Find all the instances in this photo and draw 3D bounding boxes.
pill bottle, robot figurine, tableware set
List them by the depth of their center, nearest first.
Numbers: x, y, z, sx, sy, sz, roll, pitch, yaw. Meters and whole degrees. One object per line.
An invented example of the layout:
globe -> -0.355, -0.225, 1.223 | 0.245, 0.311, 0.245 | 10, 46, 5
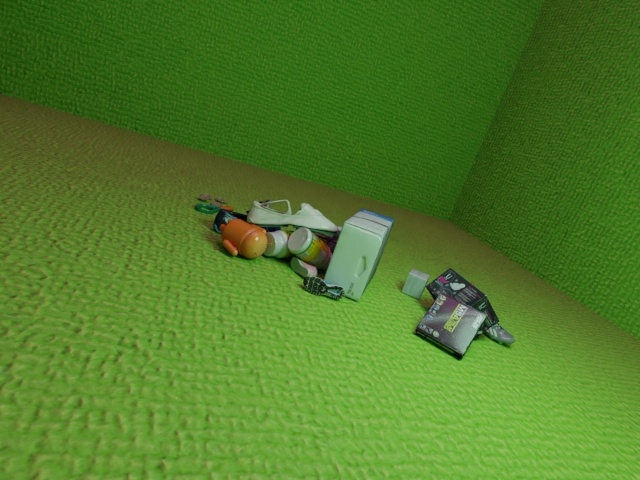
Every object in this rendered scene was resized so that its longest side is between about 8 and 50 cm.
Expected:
robot figurine -> -0.304, -0.005, 1.738 | 0.220, 0.128, 0.158 | 26, 7, 26
pill bottle -> -0.031, 0.044, 1.810 | 0.208, 0.117, 0.118 | 40, -1, -41
pill bottle -> -0.146, 0.017, 1.858 | 0.119, 0.119, 0.209 | 32, 21, 37
tableware set -> -0.575, -0.216, 2.306 | 0.141, 0.020, 0.168 | 18, 16, -6

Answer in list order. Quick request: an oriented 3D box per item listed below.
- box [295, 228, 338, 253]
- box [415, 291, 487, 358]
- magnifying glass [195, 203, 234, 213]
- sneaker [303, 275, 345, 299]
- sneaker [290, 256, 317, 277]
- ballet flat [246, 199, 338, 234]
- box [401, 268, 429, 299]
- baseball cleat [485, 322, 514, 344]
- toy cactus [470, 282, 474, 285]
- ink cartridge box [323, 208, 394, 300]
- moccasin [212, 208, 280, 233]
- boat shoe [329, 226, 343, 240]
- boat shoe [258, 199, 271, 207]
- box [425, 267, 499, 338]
box -> 0.000, 0.000, 2.086 | 0.217, 0.060, 0.270 | 22, 4, 8
box -> 0.470, 0.302, 1.571 | 0.184, 0.045, 0.190 | 27, 60, 30
magnifying glass -> -0.524, -0.158, 2.174 | 0.092, 0.026, 0.231 | 28, 20, 29
sneaker -> 0.009, 0.179, 1.643 | 0.162, 0.063, 0.073 | 22, -2, -7
sneaker -> -0.064, 0.114, 1.763 | 0.070, 0.050, 0.134 | 14, 14, -42
ballet flat -> -0.118, -0.106, 1.862 | 0.401, 0.139, 0.139 | 6, 15, 6
box -> 0.431, 0.195, 1.967 | 0.087, 0.101, 0.101 | 22, 16, 17
baseball cleat -> 0.701, 0.341, 1.785 | 0.072, 0.109, 0.206 | -17, 32, -42
toy cactus -> 0.637, 0.238, 2.098 | 0.219, 0.112, 0.180 | 1, 13, -26
ink cartridge box -> 0.169, 0.044, 1.826 | 0.167, 0.285, 0.395 | 21, 16, 11
moccasin -> -0.313, -0.078, 1.978 | 0.342, 0.116, 0.138 | 1, 24, -46
boat shoe -> 0.211, -0.005, 2.389 | 0.336, 0.121, 0.119 | -2, 32, -27
boat shoe -> -0.320, -0.195, 2.447 | 0.066, 0.066, 0.183 | 16, 16, -7
box -> 0.571, 0.252, 1.763 | 0.163, 0.142, 0.247 | 54, 0, -27
